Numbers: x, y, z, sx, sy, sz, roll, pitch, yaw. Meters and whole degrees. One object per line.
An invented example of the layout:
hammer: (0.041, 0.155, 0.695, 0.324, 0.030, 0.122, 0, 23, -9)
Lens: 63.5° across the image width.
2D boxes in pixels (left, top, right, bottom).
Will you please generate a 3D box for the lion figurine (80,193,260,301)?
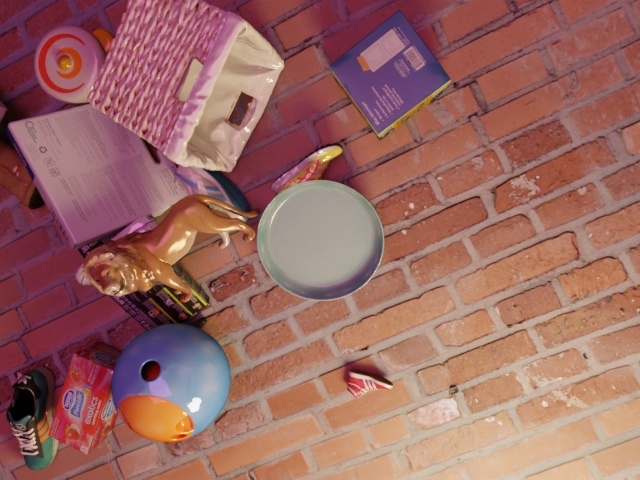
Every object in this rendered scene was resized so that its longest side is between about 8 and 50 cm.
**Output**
lion figurine: (-0.348, -0.001, 1.228, 0.392, 0.142, 0.240, -47, 120, -5)

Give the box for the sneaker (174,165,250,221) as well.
sneaker: (-0.278, -0.121, 1.344, 0.228, 0.087, 0.092, 43, 109, 6)

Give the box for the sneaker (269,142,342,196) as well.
sneaker: (-0.022, -0.166, 1.307, 0.208, 0.081, 0.094, -35, 98, 16)

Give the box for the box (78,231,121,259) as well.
box: (-0.530, 0.025, 1.392, 0.180, 0.077, 0.147, -37, 90, 10)

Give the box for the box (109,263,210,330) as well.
box: (-0.425, 0.147, 1.370, 0.184, 0.045, 0.191, -36, 115, 8)

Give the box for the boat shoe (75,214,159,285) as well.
boat shoe: (-0.503, 0.044, 1.302, 0.258, 0.095, 0.084, -39, 85, 11)

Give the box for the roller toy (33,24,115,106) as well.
roller toy: (-0.615, -0.441, 1.326, 0.209, 0.146, 0.191, 5, 97, 7)

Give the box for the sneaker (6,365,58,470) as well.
sneaker: (-0.825, 0.519, 1.461, 0.108, 0.121, 0.302, 1, 96, 9)

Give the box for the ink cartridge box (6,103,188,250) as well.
ink cartridge box: (-0.545, -0.185, 1.311, 0.071, 0.330, 0.324, -28, 90, 52)

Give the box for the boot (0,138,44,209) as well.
boot: (-0.845, -0.245, 1.409, 0.269, 0.089, 0.236, 34, 98, 6)

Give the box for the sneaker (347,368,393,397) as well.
sneaker: (0.126, 0.384, 1.349, 0.118, 0.042, 0.067, 13, 93, 14)

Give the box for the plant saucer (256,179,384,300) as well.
plant saucer: (0.000, 0.000, 1.302, 0.317, 0.044, 0.318, 1, 108, 4)

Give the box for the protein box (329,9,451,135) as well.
protein box: (0.162, -0.381, 1.223, 0.201, 0.136, 0.200, -36, 90, 10)

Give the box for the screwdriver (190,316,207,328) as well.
screwdriver: (-0.379, 0.261, 1.426, 0.170, 0.024, 0.025, -33, 61, 16)

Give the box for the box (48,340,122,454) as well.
box: (-0.626, 0.428, 1.423, 0.128, 0.122, 0.257, 22, 98, 7)

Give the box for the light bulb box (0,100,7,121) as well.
light bulb box: (-1.057, -0.300, 1.314, 0.358, 0.225, 0.361, 40, 101, 24)

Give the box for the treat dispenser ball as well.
treat dispenser ball: (-0.370, 0.352, 1.296, 0.288, 0.288, 0.288, 1, 96, 8)

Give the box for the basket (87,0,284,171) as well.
basket: (-0.298, -0.364, 1.196, 0.266, 0.331, 0.328, 29, 98, 7)
